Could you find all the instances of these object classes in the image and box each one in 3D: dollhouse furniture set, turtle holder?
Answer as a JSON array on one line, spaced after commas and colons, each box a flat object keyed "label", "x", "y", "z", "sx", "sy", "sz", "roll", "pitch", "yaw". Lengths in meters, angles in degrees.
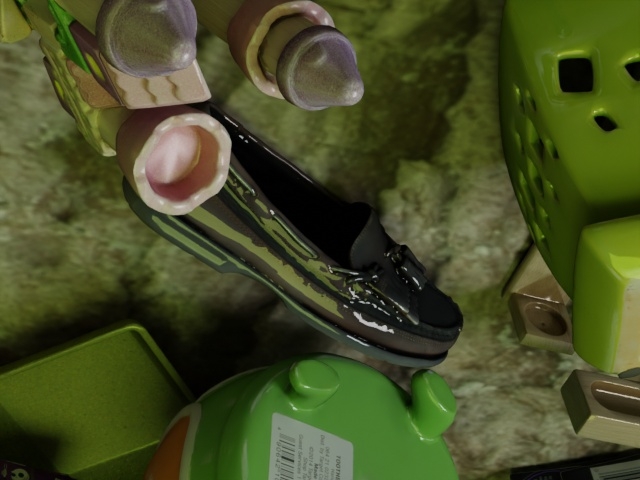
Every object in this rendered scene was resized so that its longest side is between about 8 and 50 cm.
[{"label": "dollhouse furniture set", "x": 0.248, "y": 0.064, "z": 1.155, "sx": 0.144, "sy": 0.151, "sz": 0.123, "roll": 13, "pitch": 127, "yaw": -19}, {"label": "turtle holder", "x": -0.003, "y": 0.216, "z": 1.184, "sx": 0.227, "sy": 0.243, "sz": 0.320, "roll": -23, "pitch": 173, "yaw": 40}]

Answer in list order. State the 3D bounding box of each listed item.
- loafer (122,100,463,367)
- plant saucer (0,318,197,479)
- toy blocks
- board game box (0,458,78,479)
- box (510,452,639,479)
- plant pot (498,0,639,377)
[{"label": "loafer", "x": 0.000, "y": 0.000, "z": 1.107, "sx": 0.302, "sy": 0.109, "sz": 0.095, "roll": 29, "pitch": 116, "yaw": -24}, {"label": "plant saucer", "x": -0.192, "y": 0.146, "z": 1.243, "sx": 0.188, "sy": 0.045, "sz": 0.188, "roll": -21, "pitch": 129, "yaw": 11}, {"label": "toy blocks", "x": -0.138, "y": -0.122, "z": 0.819, "sx": 0.309, "sy": 0.260, "sz": 0.289, "roll": -34, "pitch": 131, "yaw": -14}, {"label": "board game box", "x": -0.400, "y": 0.227, "z": 1.249, "sx": 0.346, "sy": 0.056, "sz": 0.208, "roll": 18, "pitch": 132, "yaw": -14}, {"label": "box", "x": 0.269, "y": 0.353, "z": 1.389, "sx": 0.143, "sy": 0.165, "sz": 0.270, "roll": -9, "pitch": 131, "yaw": 1}, {"label": "plant pot", "x": 0.251, "y": -0.041, "z": 0.989, "sx": 0.227, "sy": 0.207, "sz": 0.228, "roll": -11, "pitch": 153, "yaw": 3}]
